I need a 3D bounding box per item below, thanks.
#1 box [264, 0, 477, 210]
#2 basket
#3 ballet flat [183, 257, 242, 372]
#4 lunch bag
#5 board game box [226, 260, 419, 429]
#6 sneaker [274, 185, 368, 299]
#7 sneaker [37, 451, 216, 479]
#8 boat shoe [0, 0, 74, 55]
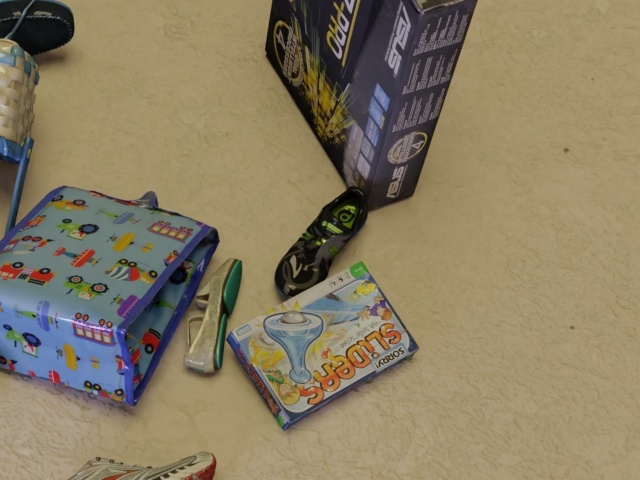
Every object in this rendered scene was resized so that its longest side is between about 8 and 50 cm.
[{"bbox_3d":[0.052,-0.278,1.902,0.097,0.395,0.318,-20,61,-23],"label":"box"},{"bbox_3d":[-0.482,-0.126,1.857,0.255,0.201,0.289,18,82,2],"label":"basket"},{"bbox_3d":[-0.137,0.088,1.826,0.052,0.057,0.168,4,53,10],"label":"ballet flat"},{"bbox_3d":[-0.272,0.032,1.801,0.221,0.138,0.293,14,45,15],"label":"lunch bag"},{"bbox_3d":[0.004,0.128,1.811,0.201,0.035,0.136,-28,77,-25],"label":"board game box"},{"bbox_3d":[0.000,0.000,1.889,0.067,0.078,0.188,31,63,13],"label":"sneaker"},{"bbox_3d":[-0.226,0.278,1.657,0.225,0.088,0.092,-15,57,-18],"label":"sneaker"},{"bbox_3d":[-0.462,-0.261,2.006,0.258,0.109,0.089,-14,44,1],"label":"boat shoe"}]
